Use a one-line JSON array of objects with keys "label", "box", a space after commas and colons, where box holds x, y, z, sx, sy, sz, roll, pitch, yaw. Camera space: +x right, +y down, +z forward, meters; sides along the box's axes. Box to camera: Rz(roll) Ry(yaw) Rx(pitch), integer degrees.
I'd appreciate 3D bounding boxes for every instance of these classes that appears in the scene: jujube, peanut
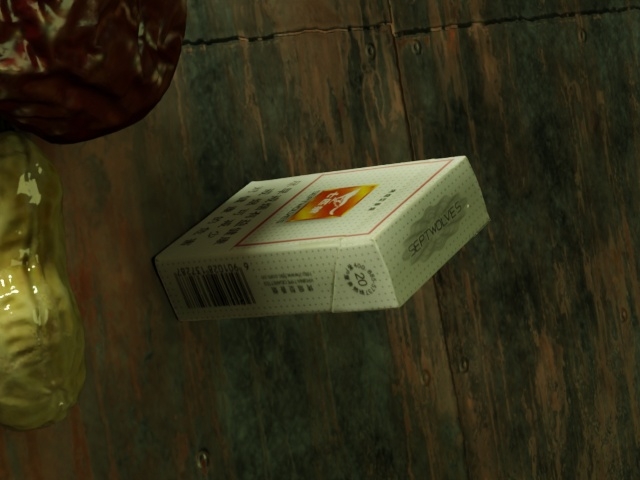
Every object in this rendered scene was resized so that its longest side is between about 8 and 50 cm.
[{"label": "jujube", "box": [-0.301, -0.244, 1.803, 0.377, 0.276, 0.276, 24, 66, -60]}, {"label": "peanut", "box": [-0.310, 0.042, 1.823, 0.147, 0.147, 0.306, -1, 83, -50]}]

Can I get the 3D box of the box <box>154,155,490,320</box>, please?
[{"label": "box", "box": [-0.001, 0.000, 2.052, 0.210, 0.330, 0.095, -41, 116, -45]}]
